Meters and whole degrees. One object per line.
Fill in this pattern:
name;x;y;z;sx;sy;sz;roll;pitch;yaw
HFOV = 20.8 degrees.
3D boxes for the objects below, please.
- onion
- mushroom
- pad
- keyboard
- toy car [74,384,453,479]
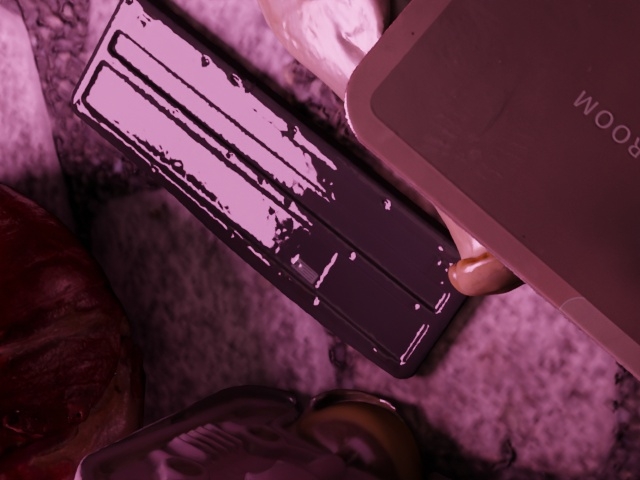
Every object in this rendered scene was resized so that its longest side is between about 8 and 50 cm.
onion;-0.258;0.108;1.048;0.314;0.232;0.313;7;106;24
mushroom;0.058;-0.087;0.916;0.108;0.096;0.247;-35;89;-4
pad;0.157;-0.046;0.863;0.266;0.002;0.176;40;99;-1
keyboard;0.008;-0.002;1.000;0.381;0.041;0.103;43;119;20
toy car;0.022;0.241;0.929;0.336;0.242;0.226;27;111;21
